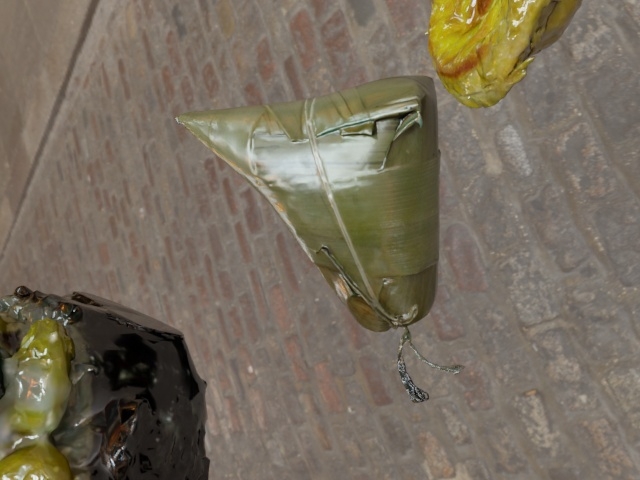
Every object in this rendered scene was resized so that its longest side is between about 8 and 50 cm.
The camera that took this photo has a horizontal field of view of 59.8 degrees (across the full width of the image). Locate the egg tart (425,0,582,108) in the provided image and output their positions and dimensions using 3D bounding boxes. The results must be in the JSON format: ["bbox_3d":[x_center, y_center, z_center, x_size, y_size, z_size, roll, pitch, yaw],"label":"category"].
[{"bbox_3d":[0.197,-0.285,0.580,0.295,0.116,0.295,180,90,-81],"label":"egg tart"}]

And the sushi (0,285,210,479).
[{"bbox_3d":[-0.284,0.174,0.460,0.327,0.285,0.329,17,70,30],"label":"sushi"}]

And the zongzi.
[{"bbox_3d":[0.000,0.000,0.827,0.418,0.181,0.447,0,105,19],"label":"zongzi"}]
